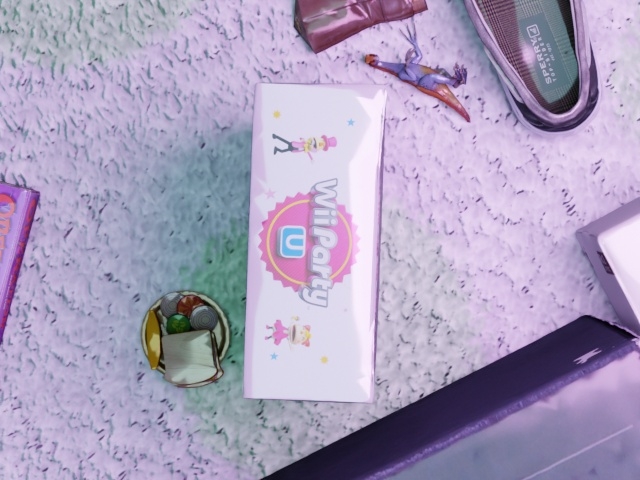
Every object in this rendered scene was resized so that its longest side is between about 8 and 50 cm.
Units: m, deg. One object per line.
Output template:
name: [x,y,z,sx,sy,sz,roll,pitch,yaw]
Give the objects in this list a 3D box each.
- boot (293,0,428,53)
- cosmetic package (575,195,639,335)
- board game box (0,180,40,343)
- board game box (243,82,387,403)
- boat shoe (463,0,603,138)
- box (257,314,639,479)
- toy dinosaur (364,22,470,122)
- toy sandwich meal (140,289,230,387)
boot: [0.022,-0.223,1.467,0.114,0.037,0.106,-19,88,7]
cosmetic package: [0.325,0.018,1.399,0.184,0.151,0.151,-28,90,3]
board game box: [-0.384,0.097,1.477,0.208,0.056,0.346,16,91,6]
board game box: [0.000,0.000,1.333,0.098,0.303,0.224,2,90,1]
boat shoe: [0.156,-0.247,1.418,0.121,0.119,0.335,-25,90,2]
box: [0.123,0.375,1.336,0.480,0.297,0.471,-27,92,2]
toy dinosaur: [0.079,-0.138,1.463,0.082,0.047,0.090,-4,101,20]
toy sandwich meal: [-0.115,0.084,1.474,0.086,0.029,0.085,0,90,2]
